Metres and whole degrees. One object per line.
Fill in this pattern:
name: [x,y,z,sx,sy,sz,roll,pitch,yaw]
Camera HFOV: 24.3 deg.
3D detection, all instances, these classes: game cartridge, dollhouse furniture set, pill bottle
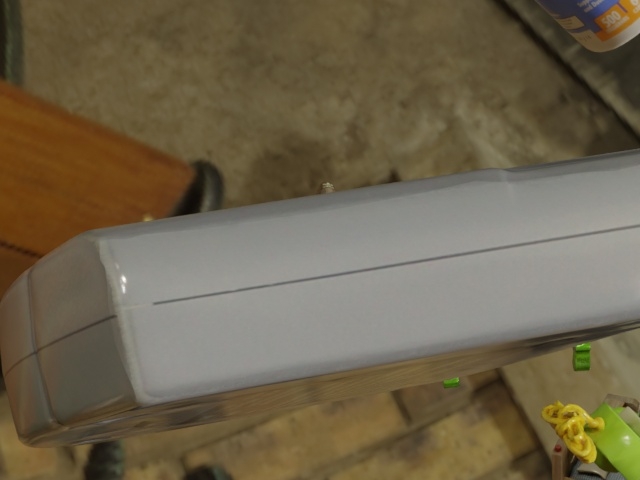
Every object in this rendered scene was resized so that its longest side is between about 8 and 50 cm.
game cartridge: [-0.010,0.030,0.511,0.196,0.060,0.294,-13,173,-13]
dollhouse furniture set: [0.334,0.230,1.556,0.184,0.129,0.129,-46,137,-49]
pill bottle: [0.256,-0.345,1.614,0.272,0.152,0.152,39,113,-19]

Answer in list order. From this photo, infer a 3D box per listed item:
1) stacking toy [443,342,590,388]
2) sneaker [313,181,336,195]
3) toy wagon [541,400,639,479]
stacking toy: [0.205,0.051,1.655,0.167,0.221,0.052,-6,162,-1]
sneaker: [0.000,0.000,1.982,0.066,0.071,0.188,9,142,-9]
toy wagon: [0.300,0.221,1.147,0.068,0.267,0.344,-43,118,4]
